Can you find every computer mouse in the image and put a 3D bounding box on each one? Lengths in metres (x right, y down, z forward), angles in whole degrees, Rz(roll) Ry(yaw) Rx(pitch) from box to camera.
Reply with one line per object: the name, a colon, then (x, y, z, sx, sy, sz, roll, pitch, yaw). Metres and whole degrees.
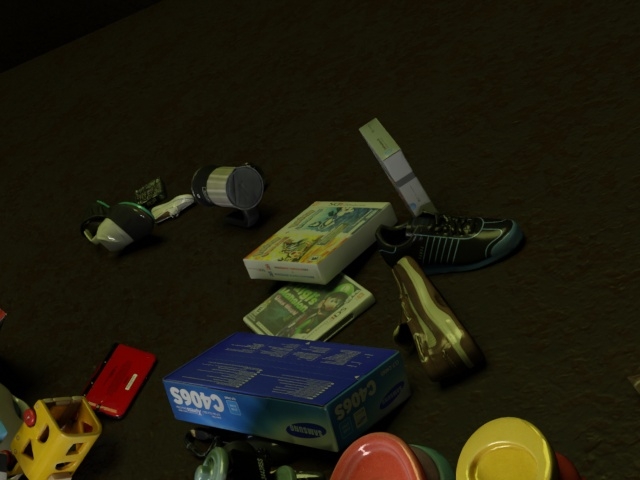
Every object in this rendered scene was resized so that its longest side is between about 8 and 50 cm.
computer mouse: (-0.120, 0.291, 1.746, 0.242, 0.041, 0.071, -6, 39, 39)

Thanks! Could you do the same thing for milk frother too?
milk frother: (-0.150, -0.110, 2.288, 0.135, 0.129, 0.143, 8, 55, 54)

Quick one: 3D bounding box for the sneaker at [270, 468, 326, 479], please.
sneaker: (-0.040, 0.325, 1.618, 0.109, 0.040, 0.043, -13, 32, 29)

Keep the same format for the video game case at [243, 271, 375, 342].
video game case: (-0.022, 0.113, 1.937, 0.173, 0.022, 0.190, -38, 30, -10)

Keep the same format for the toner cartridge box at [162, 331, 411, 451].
toner cartridge box: (-0.055, 0.212, 1.720, 0.348, 0.075, 0.165, 2, 26, 45)

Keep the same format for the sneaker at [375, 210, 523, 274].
sneaker: (0.194, -0.005, 1.839, 0.232, 0.090, 0.081, -15, 33, 28)

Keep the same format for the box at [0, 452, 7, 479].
box: (-0.517, 0.430, 1.738, 0.060, 0.100, 0.244, -17, 65, 26)

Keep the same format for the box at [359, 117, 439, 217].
box: (0.138, -0.096, 1.932, 0.038, 0.186, 0.145, -33, 29, 3)

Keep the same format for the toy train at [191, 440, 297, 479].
toy train: (-0.101, 0.400, 1.446, 0.190, 0.142, 0.334, -60, 26, 24)

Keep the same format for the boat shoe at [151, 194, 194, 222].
boat shoe: (-0.306, -0.064, 2.469, 0.100, 0.035, 0.035, -21, 58, 13)

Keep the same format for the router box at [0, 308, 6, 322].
router box: (-0.731, 0.251, 2.195, 0.301, 0.082, 0.335, -48, 3, -26)

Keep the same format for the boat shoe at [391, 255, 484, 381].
boat shoe: (0.141, 0.112, 1.715, 0.095, 0.095, 0.257, -37, 29, 4)

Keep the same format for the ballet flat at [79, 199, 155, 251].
ballet flat: (-0.431, -0.025, 2.477, 0.096, 0.095, 0.280, -54, 24, -16)

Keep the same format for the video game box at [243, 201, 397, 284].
video game box: (0.000, 0.000, 2.028, 0.187, 0.048, 0.205, 0, 31, 46)

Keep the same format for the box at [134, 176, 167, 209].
box: (-0.373, -0.102, 2.597, 0.067, 0.018, 0.083, -31, 29, 2)

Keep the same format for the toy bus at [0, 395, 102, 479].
toy bus: (-0.434, 0.342, 1.895, 0.191, 0.202, 0.104, -32, 59, -13)

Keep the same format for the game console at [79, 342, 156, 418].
game console: (-0.364, 0.258, 2.054, 0.124, 0.085, 0.144, 15, 47, 13)

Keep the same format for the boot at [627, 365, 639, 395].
boot: (0.424, 0.172, 1.409, 0.114, 0.037, 0.106, -16, 20, 21)

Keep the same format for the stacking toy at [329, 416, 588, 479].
stacking toy: (0.155, 0.359, 1.369, 0.309, 0.130, 0.279, -9, 63, 39)

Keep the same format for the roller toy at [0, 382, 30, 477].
roller toy: (-0.594, 0.334, 2.024, 0.191, 0.146, 0.209, -14, 44, 33)
